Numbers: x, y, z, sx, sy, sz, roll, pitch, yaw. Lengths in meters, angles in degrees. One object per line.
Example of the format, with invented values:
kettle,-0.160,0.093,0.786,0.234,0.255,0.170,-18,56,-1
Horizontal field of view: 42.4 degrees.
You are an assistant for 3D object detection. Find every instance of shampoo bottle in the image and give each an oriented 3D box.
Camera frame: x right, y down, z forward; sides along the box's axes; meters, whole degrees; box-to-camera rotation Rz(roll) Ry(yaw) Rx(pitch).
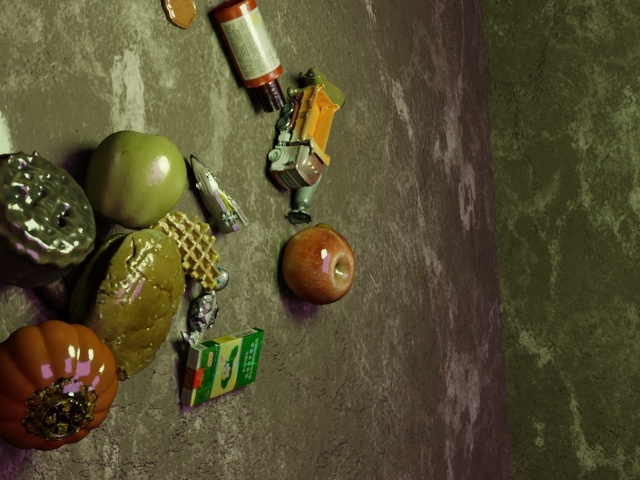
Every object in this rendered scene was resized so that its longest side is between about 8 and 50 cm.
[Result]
shampoo bottle,-0.158,-0.441,1.988,0.104,0.104,0.278,-54,130,-47

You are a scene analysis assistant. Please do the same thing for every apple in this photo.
apple,-0.351,-0.117,1.558,0.200,0.200,0.200,13,74,-57
apple,-0.010,0.063,2.107,0.201,0.162,0.201,-13,106,-52

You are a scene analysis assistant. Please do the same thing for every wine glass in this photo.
wine glass,-0.043,-0.124,2.161,0.072,0.072,0.155,43,50,-47

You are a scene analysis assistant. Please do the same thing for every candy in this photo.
candy,-0.257,0.141,1.798,0.094,0.051,0.226,35,54,-38

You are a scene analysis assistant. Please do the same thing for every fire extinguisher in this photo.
fire extinguisher,-0.479,0.069,1.455,0.078,0.045,0.157,-73,143,-52

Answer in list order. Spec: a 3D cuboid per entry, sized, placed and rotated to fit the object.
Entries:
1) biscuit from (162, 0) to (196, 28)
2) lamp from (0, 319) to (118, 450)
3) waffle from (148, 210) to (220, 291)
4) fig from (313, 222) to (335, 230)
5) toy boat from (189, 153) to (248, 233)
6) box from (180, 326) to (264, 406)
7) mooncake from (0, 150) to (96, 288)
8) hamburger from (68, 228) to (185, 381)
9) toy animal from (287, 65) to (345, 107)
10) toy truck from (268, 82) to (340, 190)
biscuit,-0.315,-0.535,1.831,0.102,0.019,0.130,-25,107,-56
lamp,-0.441,0.237,1.345,0.223,0.196,0.223,-15,122,-26
waffle,-0.288,0.020,1.741,0.192,0.046,0.160,15,67,-47
fig,0.000,0.000,2.212,0.098,0.082,0.084,-32,148,-38
toy boat,-0.238,-0.102,1.843,0.066,0.084,0.210,-45,117,-37
box,-0.212,0.275,1.822,0.235,0.034,0.132,-8,113,-58
mooncake,-0.472,-0.038,1.332,0.228,0.124,0.228,47,24,-29
hamburger,-0.355,0.092,1.520,0.211,0.132,0.309,81,27,-51
toy animal,-0.003,-0.410,2.235,0.219,0.101,0.103,35,58,-51
toy truck,-0.039,-0.263,2.123,0.114,0.135,0.270,47,48,-46
